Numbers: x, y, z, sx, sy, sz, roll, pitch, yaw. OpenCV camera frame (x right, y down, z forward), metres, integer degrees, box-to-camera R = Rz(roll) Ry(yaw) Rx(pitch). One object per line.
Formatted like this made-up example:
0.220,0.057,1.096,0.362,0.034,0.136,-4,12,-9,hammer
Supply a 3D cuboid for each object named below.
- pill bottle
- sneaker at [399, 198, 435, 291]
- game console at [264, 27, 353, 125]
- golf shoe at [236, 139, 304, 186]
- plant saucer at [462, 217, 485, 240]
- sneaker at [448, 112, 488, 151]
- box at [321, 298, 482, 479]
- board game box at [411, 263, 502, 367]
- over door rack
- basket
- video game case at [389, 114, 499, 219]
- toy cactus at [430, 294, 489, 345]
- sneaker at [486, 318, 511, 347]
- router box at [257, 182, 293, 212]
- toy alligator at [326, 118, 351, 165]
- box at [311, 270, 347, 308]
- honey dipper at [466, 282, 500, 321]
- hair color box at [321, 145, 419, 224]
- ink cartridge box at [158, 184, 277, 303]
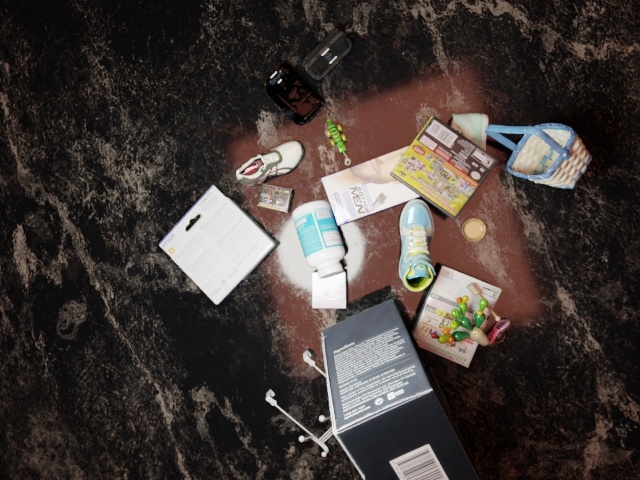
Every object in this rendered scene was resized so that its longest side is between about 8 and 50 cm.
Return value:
0.000,0.000,1.737,0.146,0.146,0.263,-19,76,7,pill bottle
0.340,0.027,1.664,0.127,0.208,0.318,-1,105,4,sneaker
-0.022,-0.621,1.797,0.361,0.044,0.213,-43,88,7,game console
-0.185,-0.284,1.788,0.273,0.120,0.105,-29,87,5,golf shoe
0.557,-0.039,1.760,0.084,0.015,0.083,0,91,6,plant saucer
0.504,-0.329,1.716,0.151,0.094,0.255,5,83,1,sneaker
0.242,0.529,1.517,0.298,0.471,0.479,-27,113,5,box
0.479,0.267,1.740,0.224,0.097,0.303,23,93,6,board game box
-0.022,0.616,1.803,0.324,0.108,0.239,44,95,4,over door rack
0.717,-0.301,1.607,0.289,0.255,0.201,22,98,-23,basket
0.421,-0.249,1.658,0.275,0.035,0.248,36,94,4,video game case
0.500,0.293,1.654,0.180,0.112,0.219,42,92,-15,toy cactus
0.650,0.339,1.754,0.057,0.047,0.119,39,97,-18,sneaker
-0.170,-0.161,1.829,0.123,0.038,0.092,13,93,6,router box
0.068,-0.366,1.788,0.056,0.051,0.189,-24,89,7,toy alligator
0.035,0.181,1.799,0.126,0.072,0.137,0,91,6,box
0.567,0.214,1.669,0.030,0.030,0.160,-41,90,6,honey dipper
0.193,-0.195,1.753,0.339,0.110,0.185,-20,89,5,hair color box
-0.391,0.015,1.847,0.330,0.071,0.324,45,97,7,ink cartridge box
